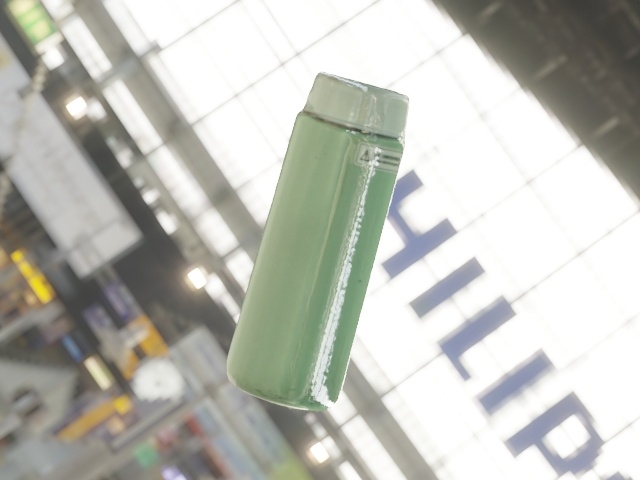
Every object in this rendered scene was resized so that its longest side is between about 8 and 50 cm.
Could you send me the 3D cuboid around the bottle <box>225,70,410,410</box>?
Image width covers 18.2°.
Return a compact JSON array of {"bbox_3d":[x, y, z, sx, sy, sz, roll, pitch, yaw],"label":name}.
[{"bbox_3d":[0.000,0.000,0.508,0.030,0.083,0.030,15,5,-1],"label":"bottle"}]
